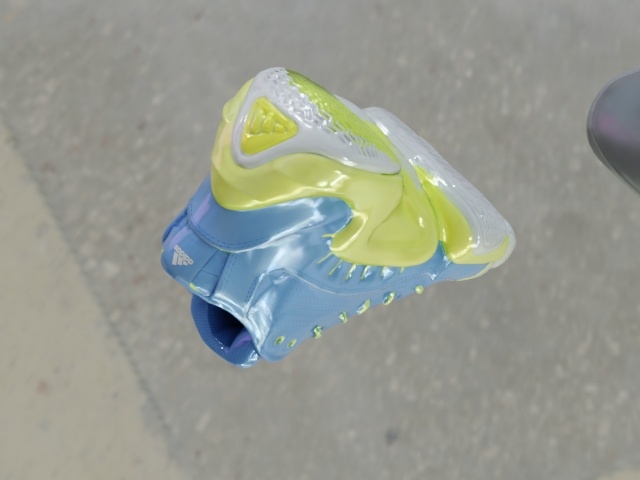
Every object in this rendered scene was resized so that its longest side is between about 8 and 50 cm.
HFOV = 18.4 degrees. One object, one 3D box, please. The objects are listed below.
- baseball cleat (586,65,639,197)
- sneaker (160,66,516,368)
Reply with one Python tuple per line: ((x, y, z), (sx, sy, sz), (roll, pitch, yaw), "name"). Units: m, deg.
((0.172, -0.039, 0.728), (0.206, 0.109, 0.072), (20, 82, 40), "baseball cleat")
((0.000, 0.000, 0.921), (0.126, 0.240, 0.091), (-49, 60, 9), "sneaker")
